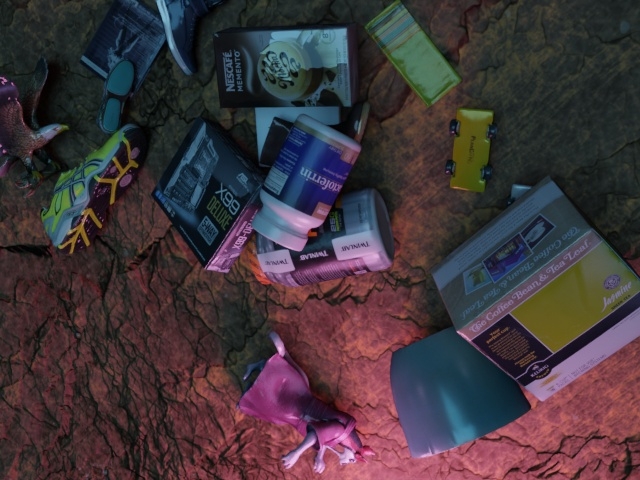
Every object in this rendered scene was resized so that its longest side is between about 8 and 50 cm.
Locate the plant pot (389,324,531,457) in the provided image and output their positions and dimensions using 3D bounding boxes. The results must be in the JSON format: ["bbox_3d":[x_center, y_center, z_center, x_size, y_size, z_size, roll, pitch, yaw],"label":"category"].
[{"bbox_3d":[0.293,0.324,1.672,0.293,0.293,0.235,-26,80,17],"label":"plant pot"}]

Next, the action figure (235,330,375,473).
[{"bbox_3d":[-0.023,0.433,1.843,0.370,0.248,0.275,25,79,9],"label":"action figure"}]

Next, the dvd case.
[{"bbox_3d":[-0.481,-0.485,1.826,0.165,0.018,0.221,37,107,3],"label":"dvd case"}]

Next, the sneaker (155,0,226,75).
[{"bbox_3d":[-0.287,-0.515,1.738,0.164,0.086,0.226,-12,110,7],"label":"sneaker"}]

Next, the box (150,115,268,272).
[{"bbox_3d":[-0.254,-0.112,1.739,0.242,0.077,0.307,-55,52,18],"label":"box"}]

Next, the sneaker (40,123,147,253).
[{"bbox_3d":[-0.588,-0.149,1.861,0.147,0.145,0.384,43,101,17],"label":"sneaker"}]

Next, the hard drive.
[{"bbox_3d":[-0.054,-0.323,1.718,0.203,0.040,0.307,3,111,13],"label":"hard drive"}]

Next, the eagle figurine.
[{"bbox_3d":[-0.738,-0.286,1.835,0.225,0.226,0.298,-26,115,-18],"label":"eagle figurine"}]

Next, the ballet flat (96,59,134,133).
[{"bbox_3d":[-0.511,-0.355,1.813,0.070,0.070,0.188,15,83,10],"label":"ballet flat"}]

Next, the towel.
[{"bbox_3d":[0.209,-0.423,1.667,0.102,0.021,0.237,-38,91,19],"label":"towel"}]

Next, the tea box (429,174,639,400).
[{"bbox_3d":[0.472,0.106,1.545,0.329,0.220,0.323,-40,121,17],"label":"tea box"}]

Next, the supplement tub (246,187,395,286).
[{"bbox_3d":[0.000,0.000,1.716,0.316,0.193,0.193,-13,98,16],"label":"supplement tub"}]

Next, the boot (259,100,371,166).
[{"bbox_3d":[-0.014,-0.236,1.669,0.207,0.090,0.248,25,118,1],"label":"boot"}]

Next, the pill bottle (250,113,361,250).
[{"bbox_3d":[-0.036,-0.121,1.562,0.153,0.153,0.264,28,98,7],"label":"pill bottle"}]

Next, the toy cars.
[{"bbox_3d":[0.405,-0.127,1.650,0.176,0.087,0.393,-34,96,30],"label":"toy cars"}]

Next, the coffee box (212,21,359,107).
[{"bbox_3d":[-0.071,-0.382,1.611,0.297,0.119,0.168,1,112,14],"label":"coffee box"}]
